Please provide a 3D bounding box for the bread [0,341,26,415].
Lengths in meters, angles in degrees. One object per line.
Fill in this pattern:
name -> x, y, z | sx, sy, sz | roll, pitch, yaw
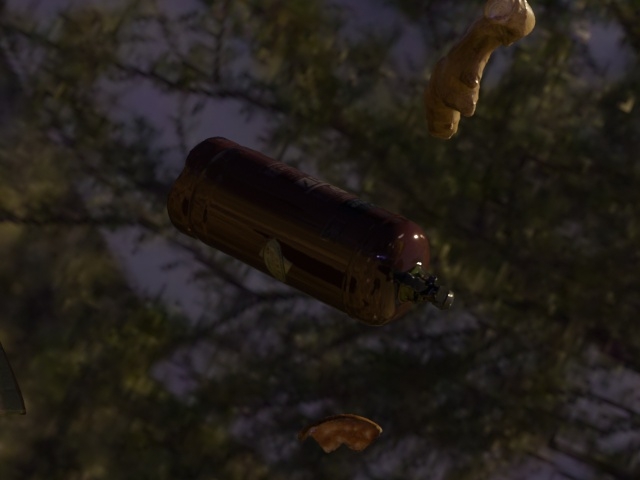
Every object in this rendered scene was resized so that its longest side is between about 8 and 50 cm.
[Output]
bread -> -0.325, 0.095, 1.449 | 0.074, 0.139, 0.084 | 0, -6, -44

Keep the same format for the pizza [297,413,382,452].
pizza -> 0.019, 0.182, 1.492 | 0.083, 0.037, 0.016 | -2, -1, -13

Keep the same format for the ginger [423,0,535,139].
ginger -> 0.175, -0.201, 1.823 | 0.075, 0.089, 0.288 | 2, -23, -18

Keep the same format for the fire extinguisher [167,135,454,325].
fire extinguisher -> 0.000, 0.000, 1.593 | 0.337, 0.114, 0.135 | 25, 0, 29
